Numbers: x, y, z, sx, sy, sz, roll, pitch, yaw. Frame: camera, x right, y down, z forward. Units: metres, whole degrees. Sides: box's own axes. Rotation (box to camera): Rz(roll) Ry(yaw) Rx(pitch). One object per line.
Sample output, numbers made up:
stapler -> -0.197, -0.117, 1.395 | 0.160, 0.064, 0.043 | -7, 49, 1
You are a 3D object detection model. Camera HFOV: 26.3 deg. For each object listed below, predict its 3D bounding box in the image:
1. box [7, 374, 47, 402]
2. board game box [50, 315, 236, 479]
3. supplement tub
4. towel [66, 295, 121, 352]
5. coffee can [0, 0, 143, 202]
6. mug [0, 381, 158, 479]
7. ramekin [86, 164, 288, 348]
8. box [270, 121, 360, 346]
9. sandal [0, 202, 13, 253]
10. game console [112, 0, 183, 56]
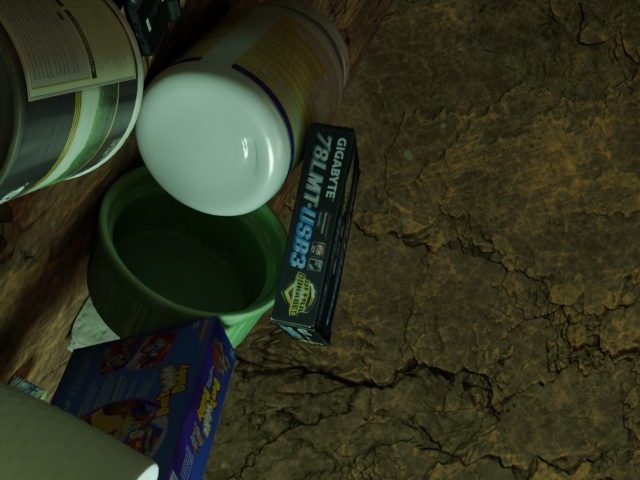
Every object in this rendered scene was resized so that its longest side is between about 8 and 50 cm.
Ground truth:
box -> -0.468, 0.284, 2.000 | 0.169, 0.059, 0.054 | -59, 171, -31
board game box -> -0.260, 0.256, 1.829 | 0.347, 0.233, 0.078 | -77, 149, -55
supplement tub -> -0.106, -0.211, 2.060 | 0.331, 0.241, 0.241 | -54, 169, -52
towel -> -0.272, 0.095, 2.224 | 0.282, 0.187, 0.049 | -61, 170, -14
coffee can -> -0.287, -0.129, 1.144 | 0.201, 0.202, 0.275 | -65, 173, 16
mug -> -0.386, 0.299, 1.519 | 0.276, 0.328, 0.374 | -61, 174, -18
ramekin -> -0.207, 0.039, 2.075 | 0.303, 0.303, 0.148 | -56, 178, -47
box -> 0.000, 0.000, 2.037 | 0.293, 0.073, 0.295 | 62, 39, -79
sandal -> -0.395, -0.013, 1.475 | 0.180, 0.049, 0.072 | -14, 127, -62
game console -> -0.221, -0.312, 1.648 | 0.213, 0.044, 0.361 | -60, 173, -11
